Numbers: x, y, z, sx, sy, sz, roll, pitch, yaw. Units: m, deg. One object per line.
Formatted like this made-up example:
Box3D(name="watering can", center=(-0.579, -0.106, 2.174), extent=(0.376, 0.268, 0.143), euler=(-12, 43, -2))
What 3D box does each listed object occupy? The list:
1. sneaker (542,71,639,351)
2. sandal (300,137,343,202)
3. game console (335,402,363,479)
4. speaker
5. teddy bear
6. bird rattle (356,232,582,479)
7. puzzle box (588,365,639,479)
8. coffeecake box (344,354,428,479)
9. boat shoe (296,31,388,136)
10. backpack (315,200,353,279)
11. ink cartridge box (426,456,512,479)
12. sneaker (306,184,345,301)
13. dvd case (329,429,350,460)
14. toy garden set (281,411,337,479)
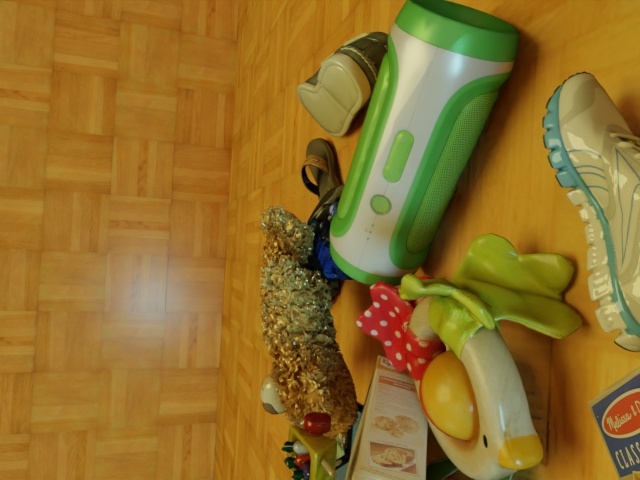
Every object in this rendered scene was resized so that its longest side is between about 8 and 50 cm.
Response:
Box3D(name="sneaker", center=(0.208, -0.031, 0.322), extent=(0.083, 0.071, 0.190), euler=(-39, 59, 58))
Box3D(name="sandal", center=(-0.006, -0.119, 0.970), extent=(0.090, 0.060, 0.219), euler=(113, 153, -46))
Box3D(name="game console", center=(0.038, 0.313, 0.736), extent=(0.085, 0.124, 0.144), euler=(66, 161, -3))
Box3D(name="speaker", center=(0.098, -0.092, 0.552), extent=(0.131, 0.131, 0.296), euler=(-109, 29, -49))
Box3D(name="teddy bear", center=(-0.046, 0.110, 0.720), extent=(0.245, 0.113, 0.337), euler=(124, 138, -66))
Box3D(name="bird rattle", center=(0.112, 0.112, 0.470), extent=(0.253, 0.143, 0.206), euler=(124, 137, -60))
Box3D(name="puzzle box", center=(0.204, 0.106, 0.097), extent=(0.409, 0.052, 0.272), euler=(83, 179, -57))
Box3D(name="coffeecake box", center=(0.068, 0.241, 0.555), extent=(0.185, 0.068, 0.142), euler=(-60, -17, -65))
Box3D(name="boat shoe", center=(0.042, -0.256, 0.850), extent=(0.099, 0.116, 0.319), euler=(-44, 9, -7))
Box3D(name="backpack", center=(0.044, 0.010, 0.739), extent=(0.120, 0.098, 0.101), euler=(118, 146, -50))
Box3D(name="ink cartridge box", center=(0.134, 0.323, 0.447), extent=(0.255, 0.097, 0.188), euler=(-57, -2, -36))
Box3D(name="sneaker", center=(0.000, 0.000, 0.872), extent=(0.106, 0.101, 0.267), euler=(-102, 24, -44))
Box3D(name="dvd case", center=(0.030, 0.334, 0.859), extent=(0.087, 0.013, 0.119), euler=(175, 99, -72))
Box3D(name="toy garden set", center=(0.004, 0.285, 0.428), extent=(0.244, 0.049, 0.203), euler=(-160, 74, -72))
